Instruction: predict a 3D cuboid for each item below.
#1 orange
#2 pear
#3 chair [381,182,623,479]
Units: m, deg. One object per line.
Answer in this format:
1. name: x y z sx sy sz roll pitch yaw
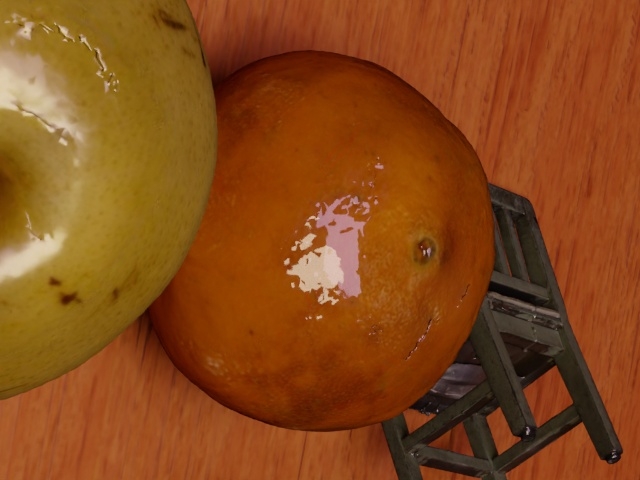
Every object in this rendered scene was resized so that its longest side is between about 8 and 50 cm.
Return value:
1. orange: 0.000 0.000 1.216 0.284 0.226 0.284 -6 99 -44
2. pear: -0.226 -0.067 0.965 0.348 0.348 0.348 -8 103 -38
3. chair: 0.129 0.094 1.412 0.136 0.147 0.270 17 44 -42
